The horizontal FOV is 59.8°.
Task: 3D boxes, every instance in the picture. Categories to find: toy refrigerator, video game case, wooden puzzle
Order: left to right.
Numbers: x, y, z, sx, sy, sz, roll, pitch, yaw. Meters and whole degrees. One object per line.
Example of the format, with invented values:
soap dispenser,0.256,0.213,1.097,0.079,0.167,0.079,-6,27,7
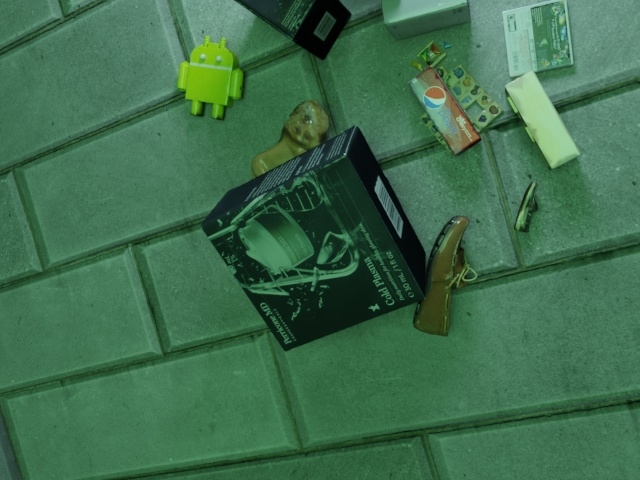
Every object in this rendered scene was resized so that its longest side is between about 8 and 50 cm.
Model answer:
wooden puzzle,0.336,-0.565,1.697,0.078,0.014,0.116,46,106,14
video game case,0.623,-0.580,1.599,0.173,0.022,0.190,-7,93,19
toy refrigerator,0.624,-0.336,1.582,0.094,0.102,0.269,-29,87,19

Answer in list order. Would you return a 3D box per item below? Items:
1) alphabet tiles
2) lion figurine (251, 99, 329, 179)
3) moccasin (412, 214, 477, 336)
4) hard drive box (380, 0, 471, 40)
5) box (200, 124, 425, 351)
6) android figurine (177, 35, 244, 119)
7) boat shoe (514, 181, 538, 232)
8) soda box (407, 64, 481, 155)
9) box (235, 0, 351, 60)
alphabet tiles,0.400,-0.413,1.698,0.198,0.009,0.237,-42,82,18
lion figurine,-0.121,-0.267,1.815,0.392,0.142,0.240,-30,86,19
moccasin,0.392,0.111,1.689,0.147,0.139,0.380,14,98,10
hard drive box,0.308,-0.669,1.610,0.232,0.181,0.089,-8,93,18
box,0.000,0.000,1.650,0.472,0.297,0.480,-24,109,21
android figurine,-0.376,-0.559,1.915,0.248,0.056,0.272,14,102,17
boat shoe,0.615,-0.097,1.639,0.049,0.056,0.152,18,111,11
soda box,0.371,-0.385,1.661,0.092,0.083,0.263,-33,86,19
box,-0.101,-0.723,1.677,0.294,0.296,0.182,36,105,11
